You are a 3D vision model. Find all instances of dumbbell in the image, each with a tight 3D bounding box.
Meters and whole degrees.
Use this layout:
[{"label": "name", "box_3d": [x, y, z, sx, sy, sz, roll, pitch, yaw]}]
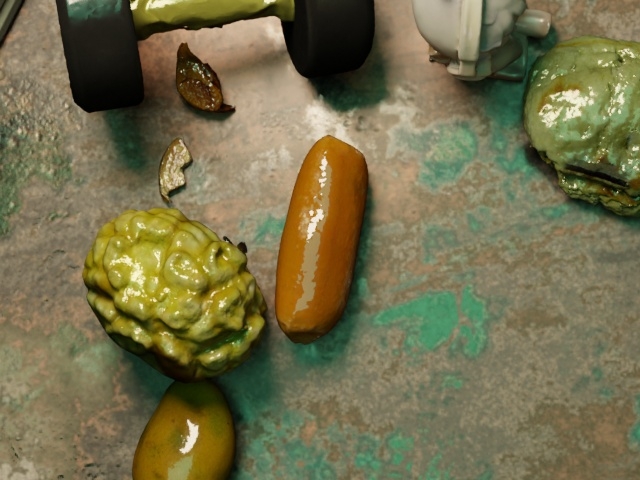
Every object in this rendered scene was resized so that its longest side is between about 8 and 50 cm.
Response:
[{"label": "dumbbell", "box_3d": [-0.120, -0.261, 1.204, 0.323, 0.204, 0.203, -10, 84, -10]}]

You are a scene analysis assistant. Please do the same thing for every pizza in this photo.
[{"label": "pizza", "box_3d": [-0.173, -0.084, 1.321, 0.037, 0.016, 0.083, 10, 82, 8]}]

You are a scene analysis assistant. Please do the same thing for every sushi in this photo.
[{"label": "sushi", "box_3d": [-0.144, -0.187, 1.314, 0.050, 0.047, 0.099, -26, 100, 15]}]

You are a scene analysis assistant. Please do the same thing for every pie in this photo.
[{"label": "pie", "box_3d": [0.347, -0.128, 1.233, 0.248, 0.090, 0.201, 9, 86, 7]}]

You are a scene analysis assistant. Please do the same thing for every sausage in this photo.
[{"label": "sausage", "box_3d": [0.000, 0.000, 1.253, 0.098, 0.098, 0.238, 12, 84, 7]}]

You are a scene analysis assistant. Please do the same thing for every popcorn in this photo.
[{"label": "popcorn", "box_3d": [-0.157, 0.057, 1.228, 0.218, 0.189, 0.169, 37, 82, 14]}]

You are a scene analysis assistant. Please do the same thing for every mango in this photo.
[{"label": "mango", "box_3d": [-0.148, 0.235, 1.254, 0.111, 0.089, 0.163, 25, 80, 9]}]

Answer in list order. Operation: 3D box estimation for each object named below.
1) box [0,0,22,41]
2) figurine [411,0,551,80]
[{"label": "box", "box_3d": [-0.408, -0.351, 1.302, 0.130, 0.162, 0.227, 24, 87, 18]}, {"label": "figurine", "box_3d": [0.173, -0.246, 1.195, 0.141, 0.237, 0.162, 4, 82, 14]}]
